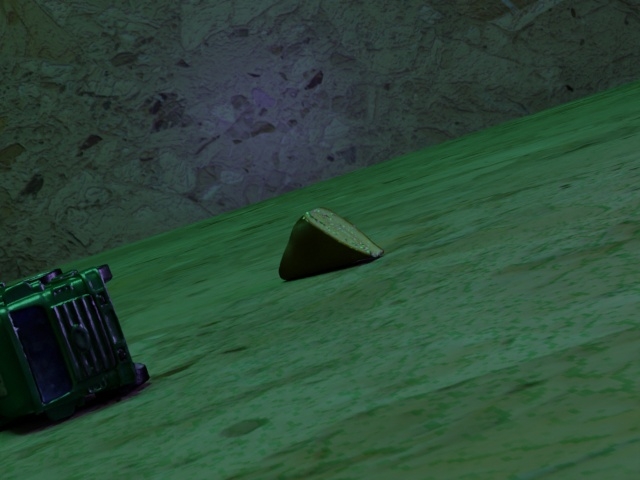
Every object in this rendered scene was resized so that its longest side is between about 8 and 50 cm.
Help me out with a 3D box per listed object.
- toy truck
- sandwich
[{"bbox_3d":[-0.145,0.051,0.588,0.079,0.065,0.147,-23,6,-28],"label":"toy truck"},{"bbox_3d":[0.000,0.000,0.798,0.083,0.044,0.031,-17,9,38],"label":"sandwich"}]
